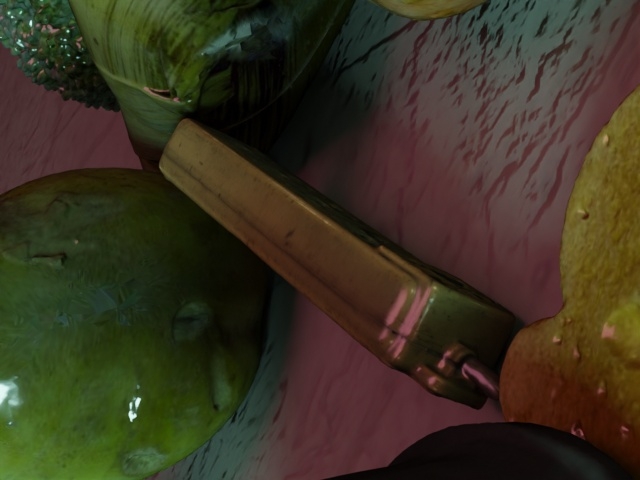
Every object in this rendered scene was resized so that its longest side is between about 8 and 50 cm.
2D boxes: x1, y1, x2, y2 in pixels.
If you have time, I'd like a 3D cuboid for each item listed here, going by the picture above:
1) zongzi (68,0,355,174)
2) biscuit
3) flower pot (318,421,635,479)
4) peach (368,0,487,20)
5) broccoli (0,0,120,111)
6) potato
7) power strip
[{"bbox_3d":[-0.036,-0.155,0.858,0.274,0.145,0.300,-51,-21,-22],"label":"zongzi"},{"bbox_3d":[0.122,0.034,0.439,0.166,0.036,0.225,-2,75,66],"label":"biscuit"},{"bbox_3d":[-0.011,0.180,0.411,0.269,0.166,0.269,-42,42,54],"label":"flower pot"},{"bbox_3d":[0.046,-0.238,0.611,0.257,0.232,0.232,-66,25,0],"label":"peach"},{"bbox_3d":[-0.187,-0.266,1.071,0.288,0.235,0.260,-51,29,41],"label":"broccoli"},{"bbox_3d":[-0.145,0.050,0.751,0.148,0.228,0.197,119,154,-59],"label":"potato"},{"bbox_3d":[0.000,0.000,0.639,0.305,0.064,0.044,38,102,53],"label":"power strip"}]
